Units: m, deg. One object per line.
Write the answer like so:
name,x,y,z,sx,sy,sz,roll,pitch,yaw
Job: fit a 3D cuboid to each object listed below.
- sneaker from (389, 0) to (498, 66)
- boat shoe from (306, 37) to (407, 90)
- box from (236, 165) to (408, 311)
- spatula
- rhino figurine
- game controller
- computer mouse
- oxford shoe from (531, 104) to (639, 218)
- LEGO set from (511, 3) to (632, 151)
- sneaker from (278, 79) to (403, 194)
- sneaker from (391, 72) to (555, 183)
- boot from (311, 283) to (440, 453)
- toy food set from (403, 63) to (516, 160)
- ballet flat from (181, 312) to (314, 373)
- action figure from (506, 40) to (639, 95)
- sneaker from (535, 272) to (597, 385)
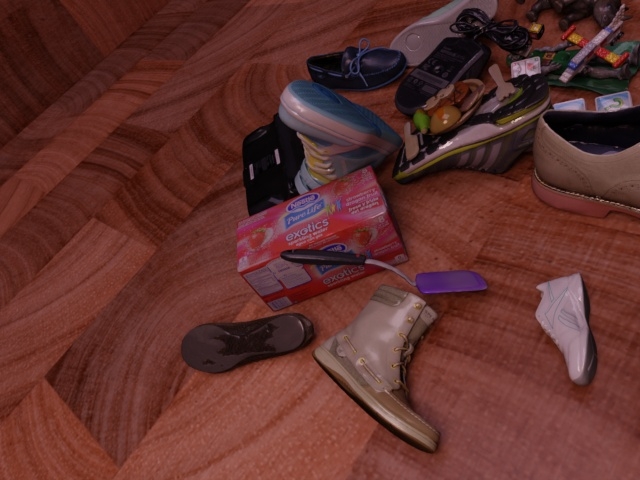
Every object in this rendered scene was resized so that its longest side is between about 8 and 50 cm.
sneaker,0.291,-0.491,1.113,0.255,0.094,0.151,-18,21,34
boat shoe,0.073,-0.410,1.140,0.258,0.089,0.109,-1,63,33
box,0.000,0.000,0.802,0.256,0.128,0.123,-22,45,11
spatula,0.086,0.041,0.703,0.296,0.031,0.084,11,17,4
rhino figurine,0.524,-0.486,0.974,0.106,0.073,0.243,-38,45,-1
game controller,-0.099,-0.169,1.067,0.166,0.067,0.319,-34,41,20
computer mouse,0.272,-0.337,0.973,0.272,0.072,0.188,-43,50,2
oxford shoe,0.469,-0.096,0.607,0.396,0.147,0.141,10,57,35
LEGO set,0.414,-0.281,0.809,0.182,0.060,0.245,-5,71,29
sneaker,0.003,-0.137,0.818,0.208,0.319,0.127,-49,64,23
sneaker,0.253,-0.153,0.813,0.299,0.121,0.111,-20,39,41
boot,0.108,0.158,0.643,0.165,0.077,0.213,-44,44,-15
toy food set,0.210,-0.224,0.789,0.192,0.038,0.133,-31,32,27
ballet flat,-0.121,0.163,0.786,0.249,0.058,0.084,-17,81,23
action figure,0.452,-0.328,0.888,0.232,0.063,0.137,22,69,44
sneaker,0.304,0.110,0.596,0.061,0.054,0.152,-14,40,31
